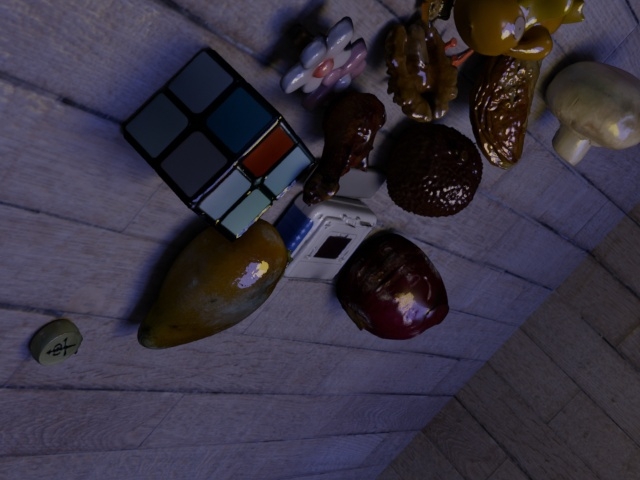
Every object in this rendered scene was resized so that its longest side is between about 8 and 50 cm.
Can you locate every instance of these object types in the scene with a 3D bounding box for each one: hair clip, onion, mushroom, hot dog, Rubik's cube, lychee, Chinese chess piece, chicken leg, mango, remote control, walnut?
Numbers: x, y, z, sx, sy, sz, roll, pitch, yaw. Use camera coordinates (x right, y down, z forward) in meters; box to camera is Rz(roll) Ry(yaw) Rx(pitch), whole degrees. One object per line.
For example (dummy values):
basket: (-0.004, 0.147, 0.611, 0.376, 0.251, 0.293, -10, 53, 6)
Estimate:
hair clip: (0.007, -0.268, 1.663, 0.146, 0.075, 0.257, -50, 160, 3)
onion: (0.163, 0.108, 2.347, 0.216, 0.206, 0.207, -40, 156, -10)
mushroom: (0.602, -0.268, 2.387, 0.260, 0.254, 0.234, 19, 114, -16)
hot dog: (0.352, -0.271, 2.078, 0.175, 0.114, 0.259, -11, 116, -71)
Rubik's cube: (-0.140, -0.132, 1.531, 0.180, 0.167, 0.183, -43, 158, -2)
lychee: (0.216, -0.129, 2.072, 0.194, 0.194, 0.194, -35, 155, -19)
Chinese chess piece: (-0.424, 0.165, 1.738, 0.084, 0.034, 0.084, -34, 153, -19)
chicken leg: (0.037, -0.159, 1.727, 0.407, 0.096, 0.158, -60, 169, -70)
mango: (-0.186, 0.084, 1.846, 0.316, 0.146, 0.193, -44, 150, 18)
remote control: (0.047, -0.114, 2.027, 0.067, 0.029, 0.261, -53, 157, 19)
walnut: (0.161, -0.281, 1.806, 0.143, 0.170, 0.069, -21, -169, -37)

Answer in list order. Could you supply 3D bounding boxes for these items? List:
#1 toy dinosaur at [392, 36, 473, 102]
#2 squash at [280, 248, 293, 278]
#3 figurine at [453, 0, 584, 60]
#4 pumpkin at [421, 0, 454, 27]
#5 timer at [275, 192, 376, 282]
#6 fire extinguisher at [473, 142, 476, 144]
toy dinosaur: (0.216, -0.315, 1.926, 0.279, 0.055, 0.101, -30, 171, -27)
squash: (-0.147, 0.096, 1.979, 0.258, 0.069, 0.069, -42, 159, 28)
figurine: (0.331, -0.400, 1.823, 0.215, 0.215, 0.228, -55, 177, 24)
pumpkin: (0.193, -0.400, 1.774, 0.073, 0.035, 0.101, -33, 146, -38)
timer: (0.000, 0.000, 2.075, 0.178, 0.078, 0.253, -52, 154, 17)
fire extinguisher: (0.292, -0.199, 2.269, 0.038, 0.025, 0.083, -13, 177, 38)
